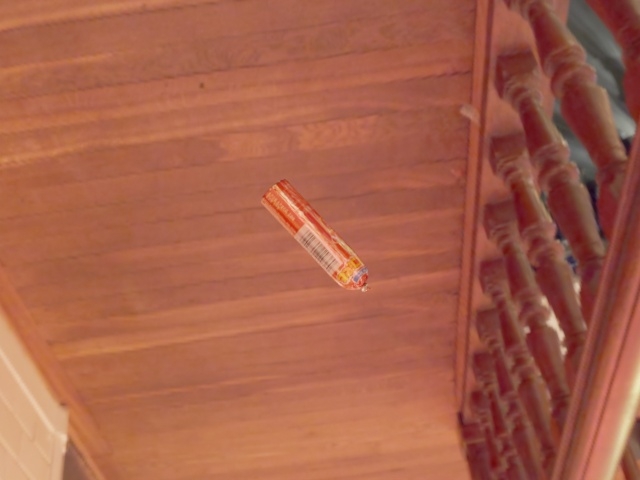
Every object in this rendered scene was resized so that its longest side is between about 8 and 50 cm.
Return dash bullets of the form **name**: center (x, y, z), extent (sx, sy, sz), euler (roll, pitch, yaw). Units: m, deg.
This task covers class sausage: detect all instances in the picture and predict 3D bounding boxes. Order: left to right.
- **sausage**: center (0.000, 0.000, 0.785), extent (0.129, 0.034, 0.034), euler (46, 128, 7)
